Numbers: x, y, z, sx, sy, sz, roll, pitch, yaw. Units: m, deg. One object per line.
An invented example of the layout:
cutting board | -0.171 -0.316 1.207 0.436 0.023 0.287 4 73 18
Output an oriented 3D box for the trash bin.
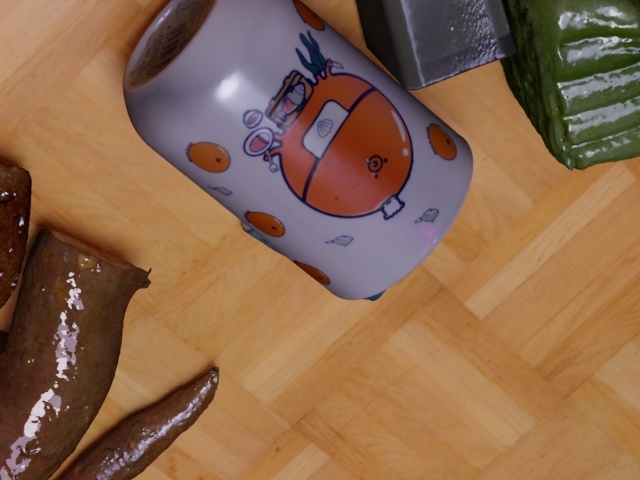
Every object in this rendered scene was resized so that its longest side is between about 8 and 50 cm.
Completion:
trash bin | 0.089 -0.292 1.422 0.122 0.164 0.240 -21 120 -5

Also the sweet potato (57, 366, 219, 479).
sweet potato | -0.232 0.250 1.673 0.314 0.072 0.066 -39 106 9

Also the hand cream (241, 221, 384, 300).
hand cream | 0.000 0.000 1.628 0.224 0.048 0.083 26 108 -32

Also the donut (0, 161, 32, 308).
donut | -0.363 0.013 1.478 0.126 0.144 0.186 -1 92 -38

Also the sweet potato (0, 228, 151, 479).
sweet potato | -0.287 0.162 1.522 0.131 0.131 0.336 19 88 -24

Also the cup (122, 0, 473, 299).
cup | -0.032 -0.112 1.456 0.317 0.212 0.212 38 102 -26

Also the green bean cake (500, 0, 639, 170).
green bean cake | 0.251 -0.200 1.467 0.125 0.248 0.222 -20 122 -3

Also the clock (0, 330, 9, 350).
clock | -0.338 0.172 1.612 0.153 0.050 0.110 30 106 -27
